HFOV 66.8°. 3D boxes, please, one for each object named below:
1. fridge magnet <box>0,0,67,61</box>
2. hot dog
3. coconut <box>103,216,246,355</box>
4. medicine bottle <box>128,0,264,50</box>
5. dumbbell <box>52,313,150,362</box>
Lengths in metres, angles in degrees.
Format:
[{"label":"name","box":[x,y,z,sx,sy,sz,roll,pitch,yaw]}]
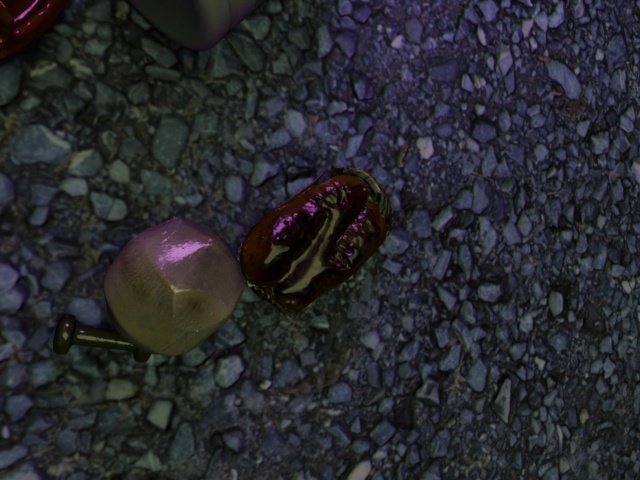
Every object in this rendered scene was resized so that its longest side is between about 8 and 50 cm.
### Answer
[{"label":"fridge magnet","box":[-0.428,-0.340,0.459,0.364,0.155,0.363,6,79,-34]},{"label":"hot dog","box":[0.000,0.000,0.740,0.270,0.082,0.162,-39,110,-21]},{"label":"coconut","box":[-0.172,0.050,0.603,0.162,0.161,0.161,-39,112,15]},{"label":"medicine bottle","box":[-0.104,-0.419,0.597,0.212,0.212,0.325,44,74,-21]},{"label":"dumbbell","box":[-0.275,0.126,0.622,0.118,0.052,0.046,14,98,-27]}]
